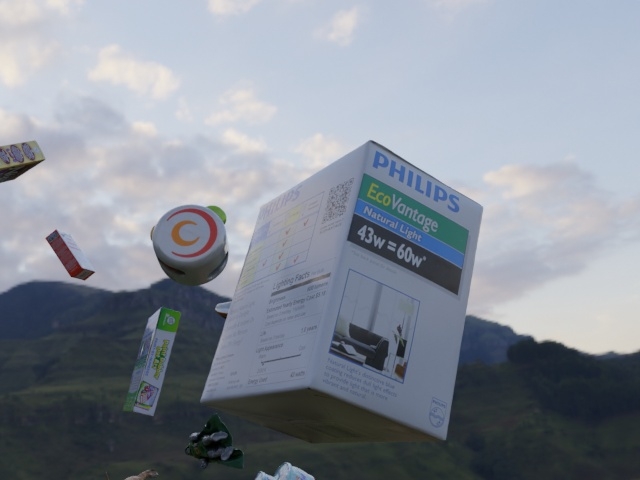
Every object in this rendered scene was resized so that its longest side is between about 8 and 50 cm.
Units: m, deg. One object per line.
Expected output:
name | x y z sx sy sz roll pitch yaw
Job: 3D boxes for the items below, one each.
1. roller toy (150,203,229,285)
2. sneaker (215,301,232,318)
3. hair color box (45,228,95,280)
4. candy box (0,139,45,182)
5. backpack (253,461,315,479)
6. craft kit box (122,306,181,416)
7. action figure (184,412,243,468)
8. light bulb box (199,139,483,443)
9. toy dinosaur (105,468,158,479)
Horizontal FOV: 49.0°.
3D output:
roller toy | -0.342 0.016 1.855 0.209 0.191 0.146 -9 -27 -7
sneaker | -0.245 0.226 2.502 0.262 0.121 0.099 0 -26 14
hair color box | -0.822 0.048 2.311 0.053 0.167 0.093 -38 -15 2
candy box | -0.681 -0.154 1.467 0.109 0.053 0.186 -25 6 24
backpack | -0.123 0.766 2.013 0.191 0.254 0.225 34 -7 -3
craft kit box | -0.415 0.301 1.715 0.060 0.247 0.250 20 -18 -15
action figure | -0.270 0.492 1.672 0.063 0.137 0.232 -19 -8 -34
light bulb box | 0.027 0.100 1.074 0.225 0.361 0.358 27 -26 -24
toy dinosaur | -0.562 0.720 2.051 0.064 0.112 0.211 -20 -15 24
